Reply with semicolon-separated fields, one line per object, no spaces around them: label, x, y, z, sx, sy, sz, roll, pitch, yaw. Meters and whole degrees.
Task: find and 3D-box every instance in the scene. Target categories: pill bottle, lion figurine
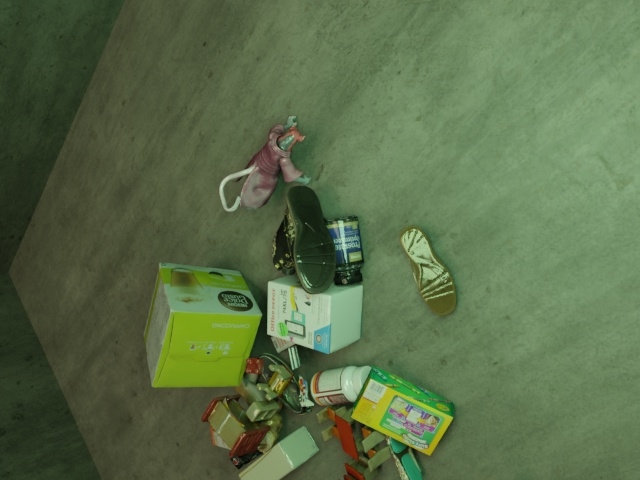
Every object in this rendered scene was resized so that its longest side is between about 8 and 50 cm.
pill bottle;0.082;0.501;1.719;0.221;0.121;0.121;-22;84;37
lion figurine;-0.262;0.638;2.011;0.392;0.142;0.240;58;134;32
pill bottle;0.079;0.034;1.652;0.122;0.122;0.219;-8;92;37

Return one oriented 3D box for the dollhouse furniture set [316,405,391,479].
dollhouse furniture set;0.102;0.711;1.681;0.262;0.135;0.259;7;116;54

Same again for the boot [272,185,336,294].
boot;-0.068;0.043;1.666;0.284;0.138;0.377;121;139;-56

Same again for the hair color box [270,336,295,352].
hair color box;-0.120;0.372;1.901;0.141;0.043;0.072;-34;76;34

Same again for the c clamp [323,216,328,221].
c clamp;0.000;0.000;1.774;0.137;0.022;0.161;51;124;26

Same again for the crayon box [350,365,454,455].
crayon box;0.255;0.532;1.554;0.278;0.081;0.165;24;112;6

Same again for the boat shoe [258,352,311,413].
boat shoe;-0.146;0.544;1.895;0.103;0.092;0.285;-40;73;-4

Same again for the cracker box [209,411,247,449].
cracker box;-0.381;0.818;2.147;0.232;0.067;0.156;-5;94;37

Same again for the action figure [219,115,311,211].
action figure;-0.184;-0.287;1.727;0.370;0.275;0.248;-44;64;47

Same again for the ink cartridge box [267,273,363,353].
ink cartridge box;-0.021;0.240;1.710;0.270;0.197;0.198;8;101;36

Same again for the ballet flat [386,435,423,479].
ballet flat;0.261;0.696;1.642;0.077;0.091;0.241;-34;71;58

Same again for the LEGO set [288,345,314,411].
LEGO set;-0.060;0.502;1.798;0.060;0.182;0.244;-12;80;3

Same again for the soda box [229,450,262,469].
soda box;-0.284;0.854;2.015;0.060;0.169;0.053;36;117;28

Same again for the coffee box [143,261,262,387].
coffee box;-0.462;0.324;1.901;0.334;0.337;0.338;49;125;54

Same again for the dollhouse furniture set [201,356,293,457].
dollhouse furniture set;-0.250;0.582;1.827;0.201;0.152;0.374;38;100;32

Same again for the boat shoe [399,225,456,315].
boat shoe;0.329;0.087;1.506;0.104;0.089;0.285;-22;85;11

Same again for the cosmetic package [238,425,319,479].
cosmetic package;-0.166;0.868;1.936;0.309;0.160;0.113;-48;68;30
